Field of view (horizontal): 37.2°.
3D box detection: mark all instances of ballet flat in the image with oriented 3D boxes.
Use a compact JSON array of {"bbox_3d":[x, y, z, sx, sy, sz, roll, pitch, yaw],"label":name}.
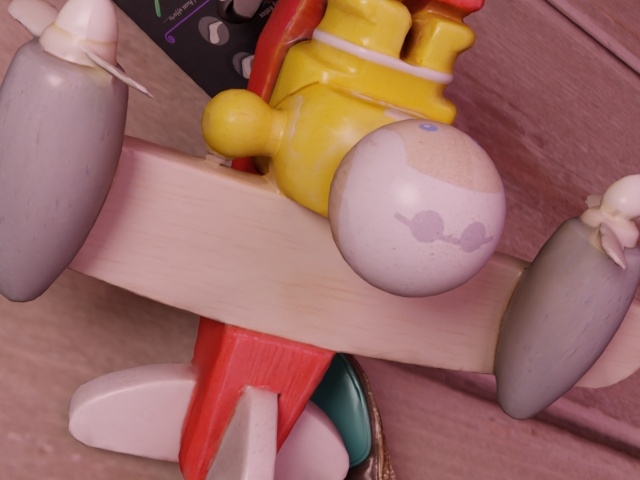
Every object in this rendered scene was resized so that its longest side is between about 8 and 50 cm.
[{"bbox_3d":[0.025,0.175,0.714,0.067,0.073,0.206,21,56,-70],"label":"ballet flat"}]

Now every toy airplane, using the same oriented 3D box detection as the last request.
[{"bbox_3d":[0.000,0.000,0.543,0.386,0.272,0.384,-30,105,-17],"label":"toy airplane"}]

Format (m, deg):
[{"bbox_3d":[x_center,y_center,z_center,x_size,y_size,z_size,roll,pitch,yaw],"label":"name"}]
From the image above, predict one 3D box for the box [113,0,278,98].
[{"bbox_3d":[-0.042,-0.213,0.762,0.270,0.143,0.165,45,48,-21],"label":"box"}]
